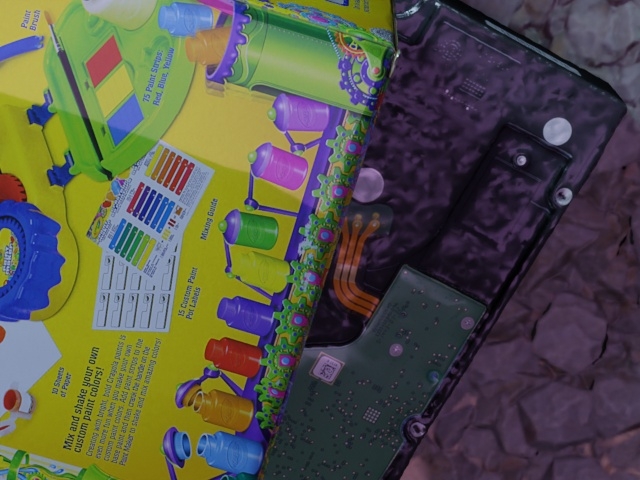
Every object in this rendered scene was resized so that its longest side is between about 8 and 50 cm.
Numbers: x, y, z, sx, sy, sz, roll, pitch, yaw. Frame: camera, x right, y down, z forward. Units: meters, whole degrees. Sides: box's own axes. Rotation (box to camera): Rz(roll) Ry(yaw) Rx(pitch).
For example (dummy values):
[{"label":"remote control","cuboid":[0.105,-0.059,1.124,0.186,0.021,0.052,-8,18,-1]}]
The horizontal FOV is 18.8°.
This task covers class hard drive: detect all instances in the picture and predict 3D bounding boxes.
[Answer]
[{"label":"hard drive","cuboid":[0.000,0.000,1.188,0.237,0.064,0.339,26,105,-13]}]

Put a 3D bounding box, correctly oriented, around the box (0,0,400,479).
[{"label":"box","cuboid":[-0.132,-0.026,1.046,0.279,0.177,0.290,17,107,-4]}]
